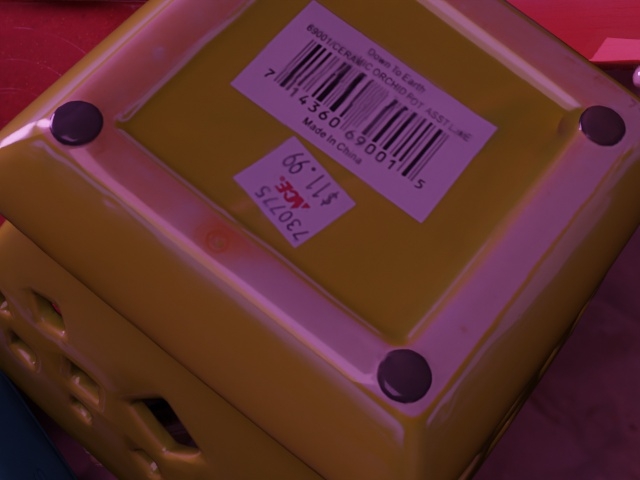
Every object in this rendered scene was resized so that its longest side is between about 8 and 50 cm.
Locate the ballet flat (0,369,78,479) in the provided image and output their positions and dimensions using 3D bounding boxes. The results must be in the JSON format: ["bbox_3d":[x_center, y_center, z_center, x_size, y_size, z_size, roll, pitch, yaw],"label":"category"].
[{"bbox_3d":[-0.213,0.062,0.530,0.106,0.107,0.316,-21,94,19],"label":"ballet flat"}]

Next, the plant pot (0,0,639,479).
[{"bbox_3d":[0.000,0.000,0.459,0.228,0.207,0.227,38,64,10],"label":"plant pot"}]

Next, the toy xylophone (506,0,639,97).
[{"bbox_3d":[0.107,-0.189,0.596,0.236,0.081,0.323,-7,75,7],"label":"toy xylophone"}]

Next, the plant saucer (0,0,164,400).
[{"bbox_3d":[-0.176,-0.048,0.618,0.258,0.048,0.259,3,77,9],"label":"plant saucer"}]

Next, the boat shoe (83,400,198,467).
[{"bbox_3d":[-0.056,0.104,0.561,0.135,0.050,0.045,-12,97,10],"label":"boat shoe"}]
